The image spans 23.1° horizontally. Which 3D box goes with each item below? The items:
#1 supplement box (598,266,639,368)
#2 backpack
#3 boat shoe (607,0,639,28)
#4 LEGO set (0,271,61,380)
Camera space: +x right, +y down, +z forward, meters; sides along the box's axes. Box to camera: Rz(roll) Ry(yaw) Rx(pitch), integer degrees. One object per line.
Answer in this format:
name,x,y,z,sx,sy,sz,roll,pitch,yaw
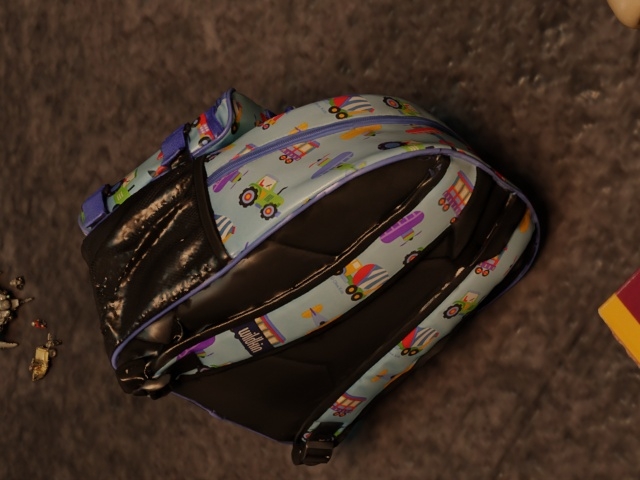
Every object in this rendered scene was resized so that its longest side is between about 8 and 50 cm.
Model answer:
supplement box,0.206,-0.010,0.559,0.188,0.104,0.081,-50,64,28
backpack,0.000,0.000,0.695,0.173,0.158,0.117,-38,51,19
boat shoe,0.212,-0.171,0.551,0.302,0.109,0.098,-26,81,42
LEGO set,-0.188,0.047,0.922,0.083,0.023,0.054,23,106,35
